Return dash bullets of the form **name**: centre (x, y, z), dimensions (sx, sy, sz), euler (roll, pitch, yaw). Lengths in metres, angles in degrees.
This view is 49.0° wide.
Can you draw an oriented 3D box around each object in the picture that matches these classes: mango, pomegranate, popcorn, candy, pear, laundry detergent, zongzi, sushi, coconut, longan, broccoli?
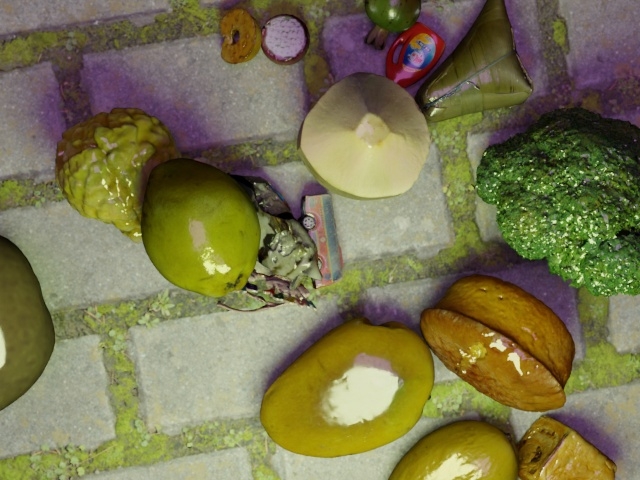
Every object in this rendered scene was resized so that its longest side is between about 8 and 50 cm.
- **mango**: centre (0.053, 0.298, 1.386), dimensions (0.365, 0.182, 0.253), euler (-24, 93, -2)
- **pomegranate**: centre (0.137, -0.452, 1.407), dimensions (0.114, 0.114, 0.142), euler (23, 116, -3)
- **popcorn**: centre (-0.390, -0.132, 1.351), dimensions (0.212, 0.259, 0.259), euler (26, 91, 22)
- **candy**: centre (-0.072, -0.409, 1.427), dimensions (0.103, 0.043, 0.103), euler (0, 92, -2)
- **pear**: centre (-0.216, -0.026, 1.265), dimensions (0.212, 0.212, 0.269), euler (-30, 74, -1)
- **mango**: centre (0.250, 0.490, 1.421), dimensions (0.331, 0.142, 0.195), euler (-32, 86, 6)
- **laundry detergent**: centre (0.174, -0.361, 1.435), dimensions (0.097, 0.049, 0.165), euler (41, 91, 8)
- **zongzi**: centre (0.284, -0.374, 1.403), dimensions (0.228, 0.115, 0.256), euler (-13, 94, -1)
- **sushi**: centre (-0.082, -0.018, 1.386), dimensions (0.273, 0.109, 0.134), euler (34, 116, 14)
- **coconut**: centre (0.085, -0.196, 1.339), dimensions (0.259, 0.259, 0.259), euler (0, 92, -2)
- **longan**: centre (-0.662, 0.152, 1.287), dimensions (0.361, 0.361, 0.361), euler (0, 92, -2)
- **broccoli**: centre (0.493, -0.091, 1.341), dimensions (0.413, 0.310, 0.321), euler (36, 100, 31)

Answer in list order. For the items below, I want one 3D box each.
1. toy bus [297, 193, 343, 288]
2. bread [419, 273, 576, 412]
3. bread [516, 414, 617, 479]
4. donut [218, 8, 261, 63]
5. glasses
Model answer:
- **toy bus**: centre (0.000, 0.000, 1.435), dimensions (0.077, 0.065, 0.192), euler (-9, 93, -9)
- **bread**: centre (0.342, 0.198, 1.351), dimensions (0.312, 0.312, 0.172), euler (38, 74, -3)
- **bread**: centre (0.488, 0.458, 1.426), dimensions (0.143, 0.149, 0.158), euler (44, 90, -6)
- **donut**: centre (-0.158, -0.408, 1.410), dimensions (0.097, 0.043, 0.108), euler (7, 99, 32)
- **glasses**: centre (-0.134, 0.108, 1.385), dimensions (0.255, 0.162, 0.095), euler (12, 95, -2)
